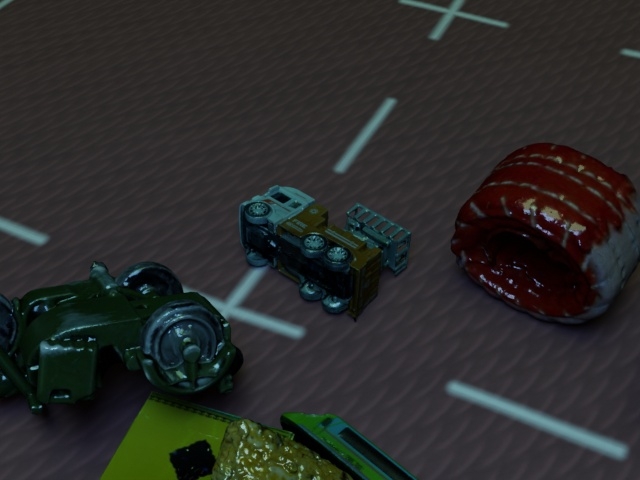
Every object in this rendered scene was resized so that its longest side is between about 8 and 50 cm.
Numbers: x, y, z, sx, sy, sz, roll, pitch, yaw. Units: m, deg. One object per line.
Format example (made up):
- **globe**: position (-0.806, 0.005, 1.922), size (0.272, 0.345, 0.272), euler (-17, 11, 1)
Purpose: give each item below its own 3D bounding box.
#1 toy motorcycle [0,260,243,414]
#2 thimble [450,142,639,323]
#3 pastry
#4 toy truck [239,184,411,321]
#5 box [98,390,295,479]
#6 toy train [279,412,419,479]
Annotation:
- **toy motorcycle**: position (-0.215, 0.102, 0.851), size (0.275, 0.127, 0.205), euler (-10, 20, -22)
- **thimble**: position (0.247, -0.008, 0.949), size (0.190, 0.163, 0.125), euler (21, 51, 31)
- **pastry**: position (-0.026, 0.213, 0.773), size (0.140, 0.056, 0.080), euler (28, 56, -17)
- **toy truck**: position (0.000, -0.001, 1.014), size (0.178, 0.080, 0.115), euler (30, 48, 27)
- **box**: position (-0.141, 0.267, 0.773), size (0.153, 0.041, 0.279), euler (13, 46, 15)
- **toy train**: position (0.049, 0.214, 0.816), size (0.209, 0.044, 0.042), euler (34, 56, 31)
